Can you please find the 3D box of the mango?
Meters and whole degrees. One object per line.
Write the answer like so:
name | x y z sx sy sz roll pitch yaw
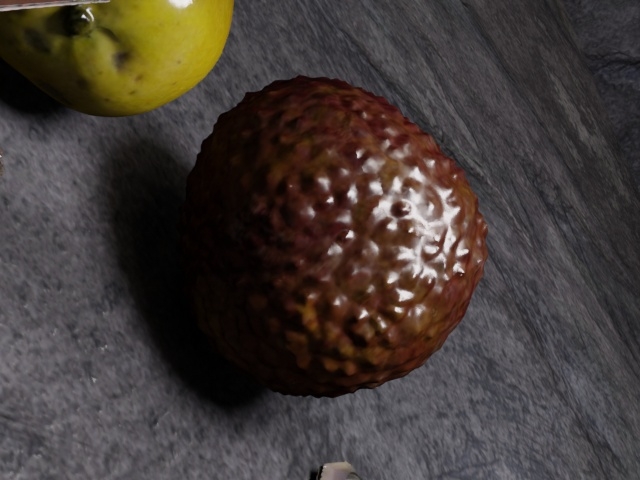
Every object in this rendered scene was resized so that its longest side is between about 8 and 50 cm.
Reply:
mango | -0.196 -0.264 1.187 0.253 0.182 0.365 20 44 -64

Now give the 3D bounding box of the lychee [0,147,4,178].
lychee | -0.241 -0.052 0.994 0.067 0.068 0.083 51 -11 36

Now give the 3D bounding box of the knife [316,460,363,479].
knife | 0.101 0.341 1.315 0.365 0.043 0.089 59 21 -6

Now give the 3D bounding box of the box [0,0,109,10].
box | -0.229 -0.337 1.019 0.122 0.344 0.385 111 -32 -57

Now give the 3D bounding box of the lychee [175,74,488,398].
lychee | 0.000 0.000 1.235 0.260 0.260 0.261 47 26 -32
